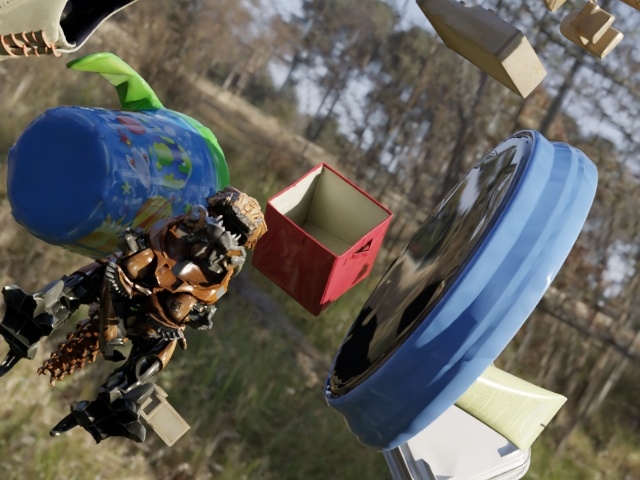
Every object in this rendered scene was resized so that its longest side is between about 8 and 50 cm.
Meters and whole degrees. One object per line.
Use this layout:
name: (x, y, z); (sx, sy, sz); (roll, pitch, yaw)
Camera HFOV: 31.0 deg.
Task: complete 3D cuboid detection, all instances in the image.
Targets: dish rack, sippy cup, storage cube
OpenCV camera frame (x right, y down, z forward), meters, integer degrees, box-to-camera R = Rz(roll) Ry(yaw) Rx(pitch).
dish rack: (0.231, 0.309, 2.122); (0.333, 0.285, 0.072); (66, -26, 15)
sippy cup: (-0.269, -0.070, 1.470); (0.305, 0.240, 0.224); (47, 16, 22)
storage cube: (0.000, 0.000, 2.317); (0.215, 0.183, 0.193); (38, -40, 17)

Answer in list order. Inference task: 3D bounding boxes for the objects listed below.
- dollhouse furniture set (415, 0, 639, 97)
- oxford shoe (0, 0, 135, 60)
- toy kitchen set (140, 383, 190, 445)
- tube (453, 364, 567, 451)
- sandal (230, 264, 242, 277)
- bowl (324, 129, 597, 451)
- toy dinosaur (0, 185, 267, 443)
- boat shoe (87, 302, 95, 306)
dollhouse furniture set: (0.432, -0.522, 2.308); (0.256, 0.394, 0.362); (43, 1, 39)
oxford shoe: (-0.437, -0.327, 1.697); (0.147, 0.397, 0.140); (61, 7, 23)
toy kitchen set: (-0.206, 0.226, 1.419); (0.075, 0.068, 0.083); (46, -6, 8)
tube: (0.200, 0.189, 1.467); (0.240, 0.062, 0.070); (29, -36, -23)
sandal: (-0.200, -0.059, 2.086); (0.120, 0.086, 0.303); (5, -55, 27)
bowl: (0.140, 0.044, 1.245); (0.077, 0.391, 0.391); (37, -2, -6)
toy dinosaur: (-0.169, 0.071, 1.059); (0.164, 0.322, 0.218); (33, 42, 7)
boat shoe: (-0.317, 0.069, 2.003); (0.189, 0.072, 0.068); (-10, -12, -8)
